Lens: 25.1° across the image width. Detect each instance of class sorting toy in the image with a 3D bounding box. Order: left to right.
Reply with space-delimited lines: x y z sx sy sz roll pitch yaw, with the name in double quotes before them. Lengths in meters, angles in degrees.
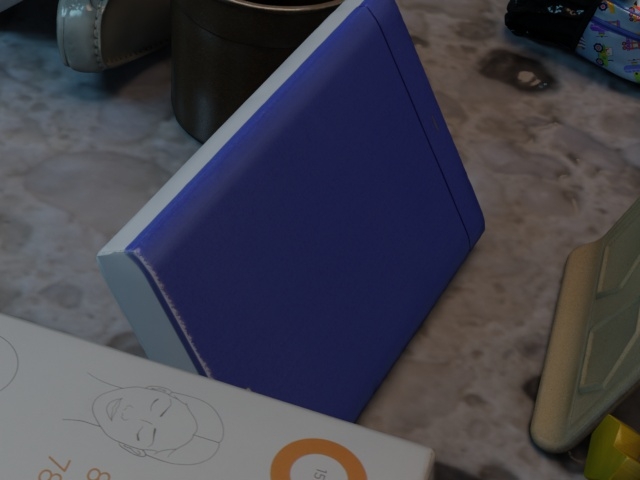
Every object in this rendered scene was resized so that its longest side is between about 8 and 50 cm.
"sorting toy" 0.222 0.050 0.933 0.041 0.229 0.307 31 44 -9

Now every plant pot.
"plant pot" -0.048 -0.163 1.117 0.167 0.165 0.167 6 44 -6

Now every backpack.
"backpack" 0.275 -0.223 1.282 0.173 0.117 0.158 32 49 15

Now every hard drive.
"hard drive" 0.000 0.000 0.950 0.040 0.210 0.319 -4 33 37

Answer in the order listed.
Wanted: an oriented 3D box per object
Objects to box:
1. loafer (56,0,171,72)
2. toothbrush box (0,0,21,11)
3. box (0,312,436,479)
"loafer" -0.107 -0.234 1.213 0.111 0.112 0.319 19 44 19
"toothbrush box" -0.207 -0.343 1.169 0.126 0.216 0.295 42 55 -30
"box" -0.140 0.184 0.752 0.345 0.168 0.215 17 44 6
